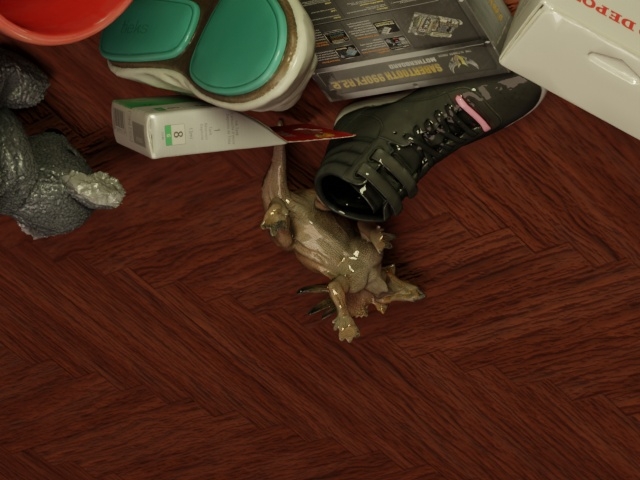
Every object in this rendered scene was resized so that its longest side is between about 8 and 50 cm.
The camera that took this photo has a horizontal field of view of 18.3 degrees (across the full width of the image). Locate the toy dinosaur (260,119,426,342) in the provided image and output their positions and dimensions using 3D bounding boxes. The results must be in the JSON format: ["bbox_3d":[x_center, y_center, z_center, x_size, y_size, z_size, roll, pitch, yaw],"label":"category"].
[{"bbox_3d":[0.000,0.000,2.325,0.295,0.127,0.200,51,175,-12],"label":"toy dinosaur"}]

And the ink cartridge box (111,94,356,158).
[{"bbox_3d":[-0.097,-0.131,2.130,0.225,0.056,0.181,-9,-169,-17],"label":"ink cartridge box"}]

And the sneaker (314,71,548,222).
[{"bbox_3d":[0.113,-0.100,2.094,0.296,0.147,0.104,-18,127,41],"label":"sneaker"}]

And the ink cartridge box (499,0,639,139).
[{"bbox_3d":[0.277,-0.224,1.760,0.172,0.237,0.100,28,145,-7],"label":"ink cartridge box"}]

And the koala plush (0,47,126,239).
[{"bbox_3d":[-0.358,-0.077,2.364,0.221,0.203,0.196,30,147,-31],"label":"koala plush"}]

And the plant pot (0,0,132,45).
[{"bbox_3d":[-0.318,-0.322,1.820,0.243,0.275,0.275,9,145,39],"label":"plant pot"}]

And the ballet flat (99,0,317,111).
[{"bbox_3d":[-0.087,-0.191,2.036,0.139,0.139,0.400,45,164,-29],"label":"ballet flat"}]

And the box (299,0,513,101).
[{"bbox_3d":[0.066,-0.235,2.018,0.231,0.056,0.183,-7,136,37],"label":"box"}]
